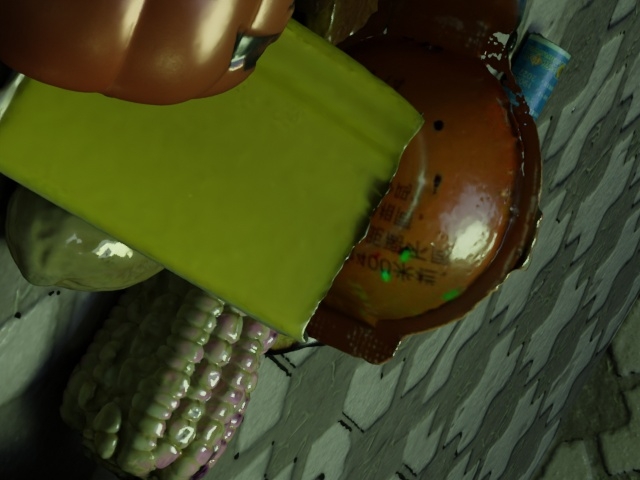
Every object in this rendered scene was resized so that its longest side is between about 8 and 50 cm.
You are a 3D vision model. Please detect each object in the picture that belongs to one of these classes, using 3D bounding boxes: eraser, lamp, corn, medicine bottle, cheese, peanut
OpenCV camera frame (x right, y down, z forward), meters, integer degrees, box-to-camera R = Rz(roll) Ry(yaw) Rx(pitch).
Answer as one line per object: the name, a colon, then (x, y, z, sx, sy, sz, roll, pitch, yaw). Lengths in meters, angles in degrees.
eraser: (-0.068, -0.063, 0.903, 0.158, 0.226, 0.069, -60, -163, -1)
lamp: (-0.094, -0.156, 0.750, 0.187, 0.187, 0.164, -22, 135, -60)
corn: (-0.061, 0.023, 1.153, 0.335, 0.126, 0.126, -59, 160, -7)
medicine bottle: (0.194, -0.122, 1.670, 0.191, 0.051, 0.051, -62, 160, 2)
cheese: (0.061, -0.084, 1.035, 0.129, 0.217, 0.329, 10, 97, -58)
peanut: (-0.115, -0.025, 1.007, 0.214, 0.090, 0.099, -32, 135, -54)

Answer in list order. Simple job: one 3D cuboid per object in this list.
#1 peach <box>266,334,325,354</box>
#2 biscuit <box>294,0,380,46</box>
peach: (-0.003, -0.002, 1.340, 0.189, 0.068, 0.279, -40, 157, -22)
biscuit: (0.027, -0.221, 1.156, 0.180, 0.039, 0.236, -55, 160, -26)
